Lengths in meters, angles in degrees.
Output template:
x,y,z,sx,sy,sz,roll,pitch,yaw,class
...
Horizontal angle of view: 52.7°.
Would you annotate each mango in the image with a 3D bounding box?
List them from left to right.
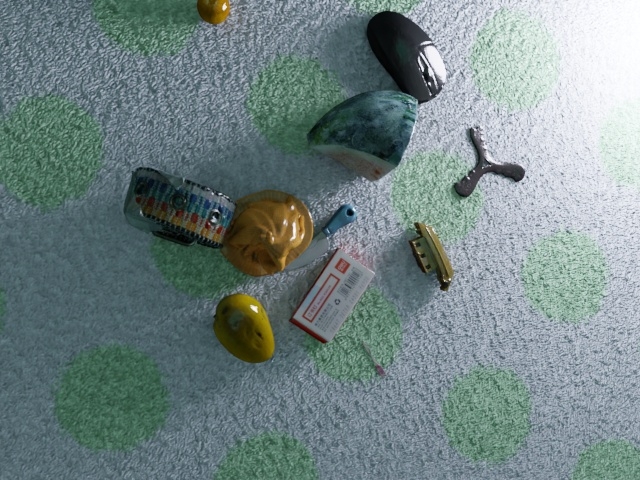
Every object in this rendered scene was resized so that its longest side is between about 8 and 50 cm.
x,y,z,sx,sy,sz,roll,pitch,yaw,class
-0.185,0.223,1.610,0.137,0.098,0.195,-42,102,-11,mango

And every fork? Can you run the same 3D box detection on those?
x,y,z,sx,sy,sz,roll,pitch,yaw,class
0.141,0.315,1.713,0.016,0.012,0.115,-33,91,-12,fork

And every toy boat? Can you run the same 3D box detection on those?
x,y,z,sx,sy,sz,roll,pitch,yaw,class
0.291,0.045,1.715,0.077,0.057,0.201,-27,96,-4,toy boat

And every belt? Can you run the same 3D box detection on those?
x,y,z,sx,sy,sz,roll,pitch,yaw,class
-0.335,-0.073,1.518,0.257,0.207,0.150,18,80,3,belt

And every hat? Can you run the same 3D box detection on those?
x,y,z,sx,sy,sz,roll,pitch,yaw,class
-0.135,-0.020,1.540,0.244,0.233,0.234,27,88,-7,hat

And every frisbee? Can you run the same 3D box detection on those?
x,y,z,sx,sy,sz,roll,pitch,yaw,class
0.443,-0.222,1.761,0.210,0.012,0.188,-21,93,-8,frisbee

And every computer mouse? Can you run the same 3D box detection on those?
x,y,z,sx,sy,sz,roll,pitch,yaw,class
0.230,-0.485,1.685,0.137,0.086,0.270,-39,98,-7,computer mouse

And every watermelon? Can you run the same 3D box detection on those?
x,y,z,sx,sy,sz,roll,pitch,yaw,class
0.145,-0.240,1.611,0.319,0.290,0.214,-22,130,-13,watermelon

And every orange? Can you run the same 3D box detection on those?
x,y,z,sx,sy,sz,roll,pitch,yaw,class
-0.265,-0.579,1.602,0.083,0.070,0.084,0,85,1,orange

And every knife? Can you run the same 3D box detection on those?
x,y,z,sx,sy,sz,roll,pitch,yaw,class
0.002,0.001,1.678,0.244,0.032,0.058,-45,102,-3,knife

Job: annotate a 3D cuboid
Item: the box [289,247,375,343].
x,y,z,sx,sy,sz,roll,pitch,yaw,class
0.030,0.145,1.671,0.122,0.050,0.229,34,85,-7,box
